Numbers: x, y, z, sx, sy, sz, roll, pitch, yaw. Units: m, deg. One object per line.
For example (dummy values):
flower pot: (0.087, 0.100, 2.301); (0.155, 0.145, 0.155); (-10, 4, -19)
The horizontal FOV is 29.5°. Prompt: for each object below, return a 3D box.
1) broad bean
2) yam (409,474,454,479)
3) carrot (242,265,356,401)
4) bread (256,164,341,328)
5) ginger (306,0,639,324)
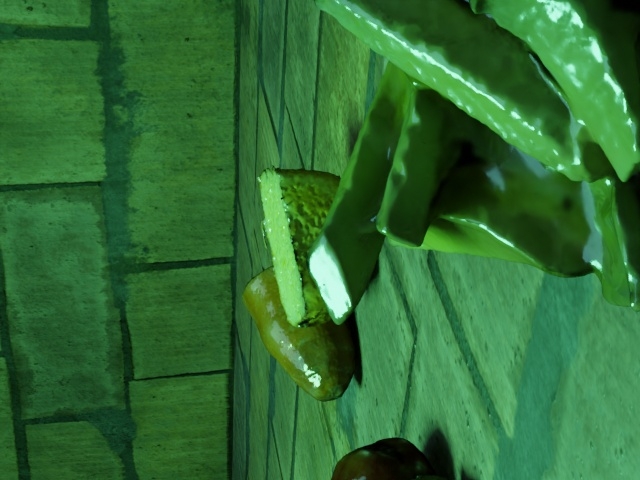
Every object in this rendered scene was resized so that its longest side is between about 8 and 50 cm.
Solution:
broad bean: (0.079, 0.328, 1.399); (0.156, 0.122, 0.229); (32, 136, 46)
yam: (0.124, 0.337, 1.267); (0.078, 0.078, 0.179); (173, 93, -80)
carrot: (-0.010, 0.144, 1.849); (0.159, 0.159, 0.225); (99, 151, -51)
bread: (0.000, 0.000, 1.671); (0.143, 0.139, 0.229); (148, 111, -80)
ginger: (0.104, -0.118, 0.847); (0.358, 0.211, 0.413); (-111, 20, -54)
